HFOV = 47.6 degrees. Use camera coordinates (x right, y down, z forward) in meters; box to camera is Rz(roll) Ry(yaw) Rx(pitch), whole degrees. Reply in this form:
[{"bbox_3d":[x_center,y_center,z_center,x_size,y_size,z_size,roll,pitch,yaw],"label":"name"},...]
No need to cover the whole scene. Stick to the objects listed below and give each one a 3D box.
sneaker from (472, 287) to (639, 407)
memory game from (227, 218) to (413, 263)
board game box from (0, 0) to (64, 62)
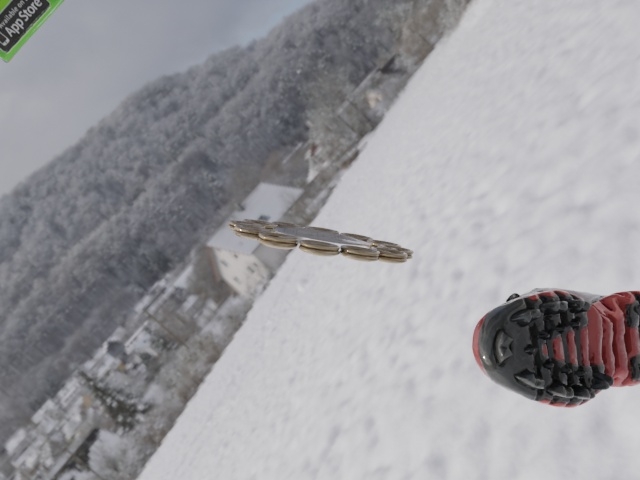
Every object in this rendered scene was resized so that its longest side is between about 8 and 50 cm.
[{"bbox_3d":[0.209,0.093,0.665,0.276,0.097,0.135,2,-4,-44],"label":"sneaker"},{"bbox_3d":[0.000,0.000,0.712,0.186,0.186,0.012,-125,44,-83],"label":"memory game"},{"bbox_3d":[-0.271,-0.465,0.653,0.357,0.356,0.356,-32,32,27],"label":"board game box"}]
